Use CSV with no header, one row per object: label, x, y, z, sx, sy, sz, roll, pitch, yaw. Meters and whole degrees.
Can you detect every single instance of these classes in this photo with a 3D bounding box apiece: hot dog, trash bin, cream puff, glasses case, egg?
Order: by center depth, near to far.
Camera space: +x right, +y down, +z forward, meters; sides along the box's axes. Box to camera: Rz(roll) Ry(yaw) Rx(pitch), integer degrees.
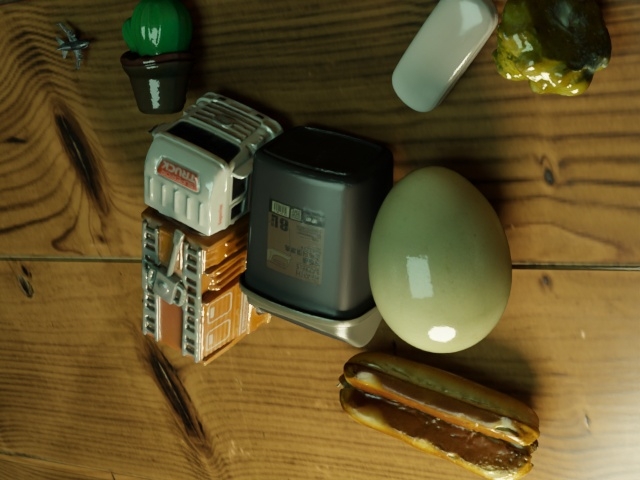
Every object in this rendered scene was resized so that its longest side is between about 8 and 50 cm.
cream puff,0.255,-0.226,1.367,0.146,0.146,0.116,53,154,-3
glasses case,0.153,-0.238,1.492,0.074,0.049,0.193,42,135,8
egg,0.155,0.026,1.571,0.188,0.188,0.253,6,117,36
trash bin,0.000,0.000,1.693,0.209,0.182,0.290,19,123,27
hot dog,0.169,0.248,1.781,0.337,0.100,0.135,17,119,28

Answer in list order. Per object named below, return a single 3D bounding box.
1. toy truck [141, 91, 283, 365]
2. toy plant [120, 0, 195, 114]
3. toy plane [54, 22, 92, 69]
toy truck,-0.170,-0.011,1.796,0.173,0.207,0.387,25,131,23
toy plant,-0.240,-0.287,1.748,0.143,0.105,0.200,16,110,54
toy plane,-0.391,-0.311,1.897,0.083,0.031,0.078,-2,117,40
